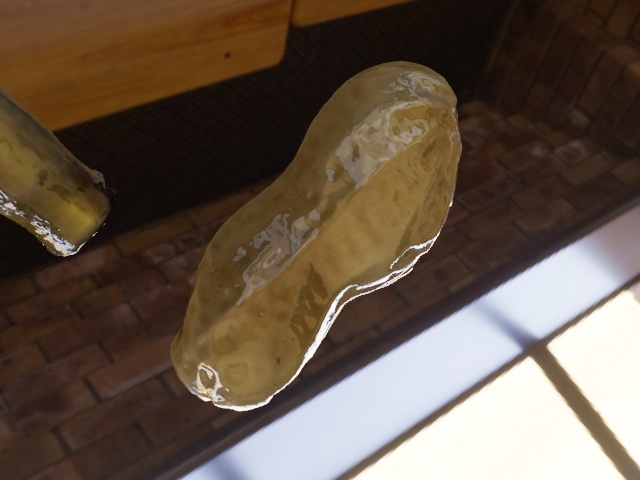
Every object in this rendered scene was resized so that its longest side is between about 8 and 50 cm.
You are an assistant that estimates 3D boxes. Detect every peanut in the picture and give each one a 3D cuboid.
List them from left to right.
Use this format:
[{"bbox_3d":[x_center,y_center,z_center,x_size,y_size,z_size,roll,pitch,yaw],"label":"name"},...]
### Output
[{"bbox_3d":[0.000,0.000,0.564,0.290,0.130,0.130,-49,153,3],"label":"peanut"}]

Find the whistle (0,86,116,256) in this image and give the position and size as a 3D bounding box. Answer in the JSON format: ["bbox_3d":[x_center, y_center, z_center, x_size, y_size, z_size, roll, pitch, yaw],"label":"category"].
[{"bbox_3d":[-0.225,-0.103,0.352,0.326,0.068,0.057,46,61,-40],"label":"whistle"}]
